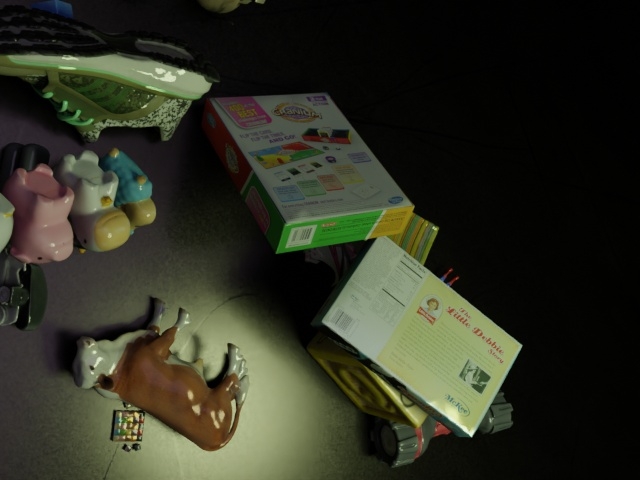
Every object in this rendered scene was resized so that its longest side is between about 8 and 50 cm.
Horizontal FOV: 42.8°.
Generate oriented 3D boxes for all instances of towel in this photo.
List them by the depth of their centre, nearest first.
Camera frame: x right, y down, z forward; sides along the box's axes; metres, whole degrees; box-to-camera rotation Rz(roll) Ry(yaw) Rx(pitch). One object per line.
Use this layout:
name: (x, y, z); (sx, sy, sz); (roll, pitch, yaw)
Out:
towel: (0.126, -0.033, 1.588); (0.237, 0.021, 0.102); (28, 75, -27)

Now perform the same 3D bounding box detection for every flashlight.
flashlight: (0.248, 0.366, 1.611); (0.304, 0.103, 0.103); (-4, 91, -30)

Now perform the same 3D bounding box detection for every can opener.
can opener: (-0.454, -0.006, 1.230); (0.093, 0.074, 0.280); (10, 85, -65)

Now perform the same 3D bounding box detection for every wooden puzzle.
wooden puzzle: (-0.314, 0.305, 1.336); (0.049, 0.006, 0.083); (8, 86, -30)

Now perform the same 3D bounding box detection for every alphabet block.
alphabet block: (0.130, 0.195, 1.491); (0.197, 0.193, 0.192); (-47, 110, -22)

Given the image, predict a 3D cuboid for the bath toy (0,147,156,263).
bath toy: (-0.388, -0.029, 1.153); (0.151, 0.129, 0.348); (49, 31, 12)

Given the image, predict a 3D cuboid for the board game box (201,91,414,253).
board game box: (-0.028, -0.125, 1.356); (0.242, 0.316, 0.064); (-8, 138, -30)

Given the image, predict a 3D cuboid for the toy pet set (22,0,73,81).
toy pet set: (-0.398, -0.305, 1.256); (0.122, 0.065, 0.114); (-9, 94, -31)

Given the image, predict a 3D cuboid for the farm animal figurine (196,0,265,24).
farm animal figurine: (-0.129, -0.521, 1.369); (0.330, 0.172, 0.326); (24, 90, -36)

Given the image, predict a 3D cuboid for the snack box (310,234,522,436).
snack box: (0.164, 0.157, 1.356); (0.322, 0.060, 0.187); (39, 70, -9)

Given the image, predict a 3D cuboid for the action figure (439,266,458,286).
action figure: (0.227, 0.103, 1.643); (0.115, 0.030, 0.038); (-41, 104, -19)

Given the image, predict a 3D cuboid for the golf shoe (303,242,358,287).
golf shoe: (0.000, 0.000, 1.487); (0.086, 0.067, 0.186); (-40, 109, -23)

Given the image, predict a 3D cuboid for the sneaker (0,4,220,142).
sneaker: (-0.354, -0.221, 1.219); (0.410, 0.158, 0.182); (3, 124, -37)

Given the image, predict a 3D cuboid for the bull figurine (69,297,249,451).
bull figurine: (-0.249, 0.212, 1.321); (0.310, 0.101, 0.188); (41, 69, -24)
